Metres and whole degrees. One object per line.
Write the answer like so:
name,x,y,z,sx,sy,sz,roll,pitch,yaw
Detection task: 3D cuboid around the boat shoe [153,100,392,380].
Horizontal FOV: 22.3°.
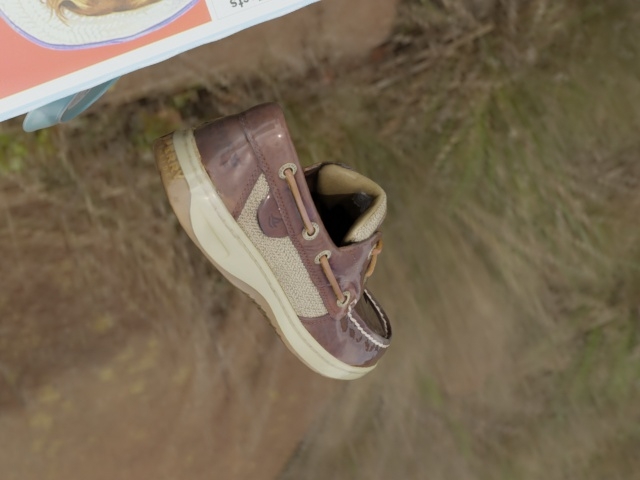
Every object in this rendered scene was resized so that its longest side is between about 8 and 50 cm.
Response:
boat shoe,0.000,0.000,1.249,0.123,0.123,0.342,-29,142,9

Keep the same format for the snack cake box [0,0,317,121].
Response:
snack cake box,-0.101,-0.141,0.645,0.264,0.089,0.152,-23,106,-20

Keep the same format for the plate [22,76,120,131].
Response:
plate,-0.227,-0.171,1.650,0.188,0.024,0.188,-45,-179,1
